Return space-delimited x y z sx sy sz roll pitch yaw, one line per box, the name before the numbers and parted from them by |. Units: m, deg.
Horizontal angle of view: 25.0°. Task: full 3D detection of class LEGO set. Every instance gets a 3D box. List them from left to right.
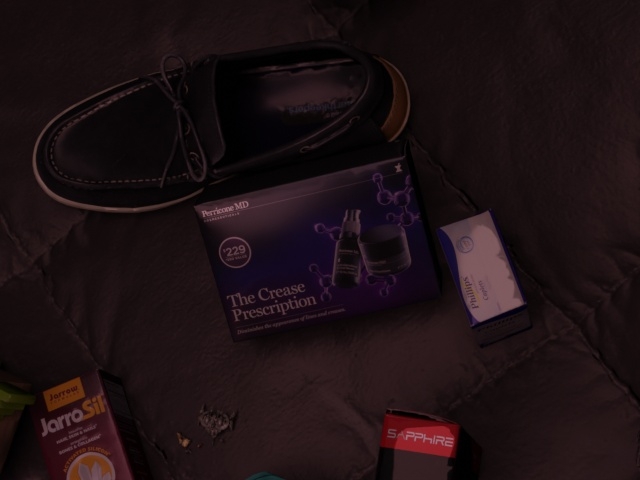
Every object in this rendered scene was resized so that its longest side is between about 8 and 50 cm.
LEGO set | -0.141 0.233 1.793 0.054 0.023 0.083 41 87 18

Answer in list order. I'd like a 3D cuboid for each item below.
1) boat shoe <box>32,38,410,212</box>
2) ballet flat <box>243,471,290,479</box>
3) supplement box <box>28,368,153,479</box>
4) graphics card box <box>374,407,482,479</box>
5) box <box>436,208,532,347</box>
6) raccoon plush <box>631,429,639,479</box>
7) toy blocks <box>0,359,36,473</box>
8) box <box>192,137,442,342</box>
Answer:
boat shoe | -0.139 -0.154 1.825 0.500 0.156 0.186 -9 76 11
ballet flat | -0.141 0.448 1.685 0.147 0.147 0.409 38 85 18
supplement box | -0.280 0.267 1.784 0.104 0.081 0.188 -23 72 6
graphics card box | 0.101 0.387 1.592 0.094 0.233 0.371 8 77 14
box | 0.196 0.047 1.708 0.072 0.137 0.126 -21 73 6
raccoon plush | 0.379 0.152 1.618 0.446 0.216 0.299 -32 64 3
toy blocks | -0.537 0.248 1.805 0.381 0.191 0.261 21 92 29
box | 0.000 0.000 1.742 0.261 0.103 0.184 -13 103 9
